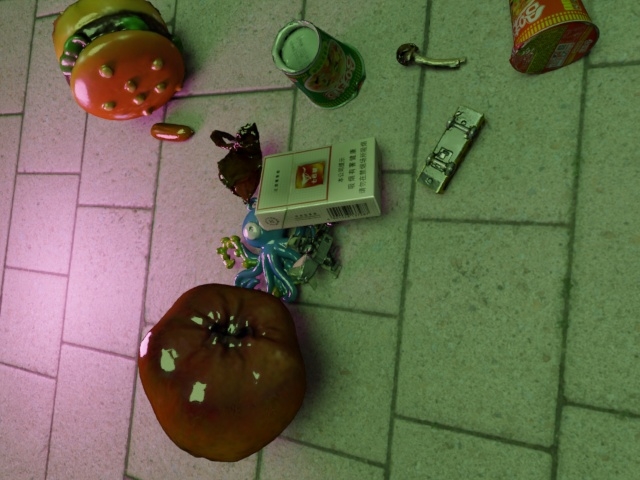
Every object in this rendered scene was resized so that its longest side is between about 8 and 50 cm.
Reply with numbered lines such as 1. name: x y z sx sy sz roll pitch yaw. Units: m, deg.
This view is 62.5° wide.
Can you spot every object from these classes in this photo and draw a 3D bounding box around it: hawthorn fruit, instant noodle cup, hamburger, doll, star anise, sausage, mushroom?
1. hawthorn fruit: -0.245 0.359 1.407 0.472 0.472 0.471 -3 84 27
2. instant noodle cup: -0.011 -0.494 1.459 0.207 0.233 0.207 -2 84 26
3. hamburger: -0.655 -0.572 1.717 0.396 0.396 0.277 -35 71 20
4. doll: -0.152 0.025 1.559 0.346 0.099 0.341 -31 73 18
5. star anise: -0.244 -0.248 1.567 0.346 0.148 0.237 -116 27 -51
6. instant noodle cup: 0.521 -0.534 1.233 0.193 0.193 0.212 -15 71 25
7. sausage: -0.517 -0.371 1.810 0.183 0.054 0.062 13 119 25
8. mushroom: 0.293 -0.486 1.411 0.187 0.061 0.060 17 107 16

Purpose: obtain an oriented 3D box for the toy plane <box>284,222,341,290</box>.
1. toy plane: 0.005 0.001 1.462 0.262 0.192 0.088 -61 29 -5

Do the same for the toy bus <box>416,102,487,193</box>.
1. toy bus: 0.336 -0.230 1.347 0.081 0.074 0.226 32 101 27

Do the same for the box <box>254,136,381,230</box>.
1. box: -0.003 -0.151 1.434 0.330 0.095 0.210 -8 55 18
